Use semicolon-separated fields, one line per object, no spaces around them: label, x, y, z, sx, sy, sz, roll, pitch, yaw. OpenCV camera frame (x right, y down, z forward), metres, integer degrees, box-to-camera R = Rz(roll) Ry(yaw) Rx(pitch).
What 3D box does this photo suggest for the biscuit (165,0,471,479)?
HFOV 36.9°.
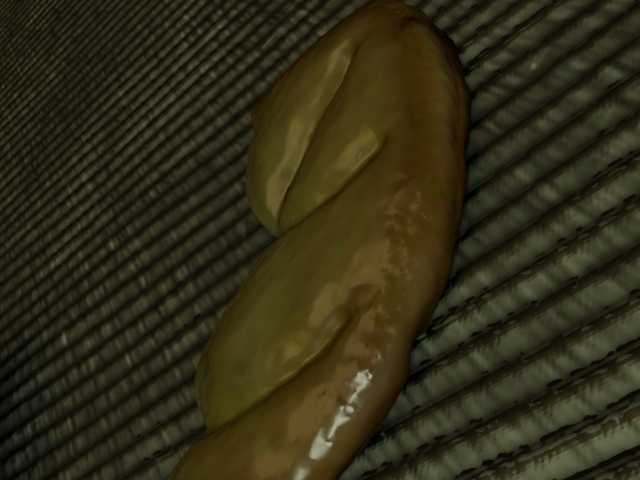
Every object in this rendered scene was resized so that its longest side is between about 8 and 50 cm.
biscuit;0.003;0.000;0.478;0.154;0.045;0.299;-20;48;40
